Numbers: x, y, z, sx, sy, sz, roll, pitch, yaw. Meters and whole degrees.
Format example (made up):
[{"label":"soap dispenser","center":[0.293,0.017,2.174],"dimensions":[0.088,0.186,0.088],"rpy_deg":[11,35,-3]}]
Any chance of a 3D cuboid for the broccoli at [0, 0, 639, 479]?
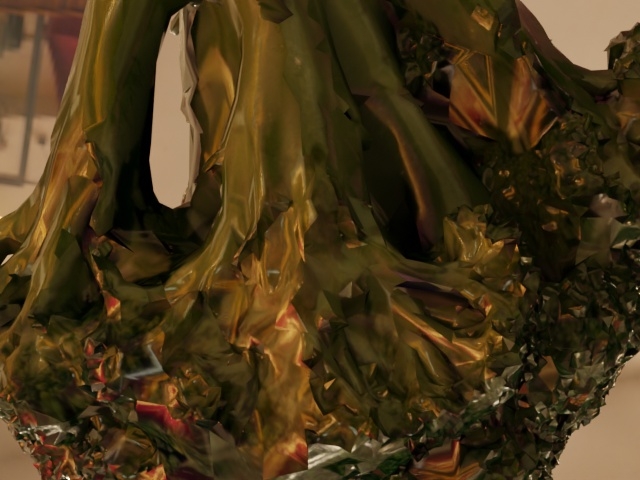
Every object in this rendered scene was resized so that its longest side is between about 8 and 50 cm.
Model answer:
[{"label":"broccoli","center":[0.000,0.000,0.496],"dimensions":[0.294,0.245,0.265],"rpy_deg":[-6,-170,-16]}]
